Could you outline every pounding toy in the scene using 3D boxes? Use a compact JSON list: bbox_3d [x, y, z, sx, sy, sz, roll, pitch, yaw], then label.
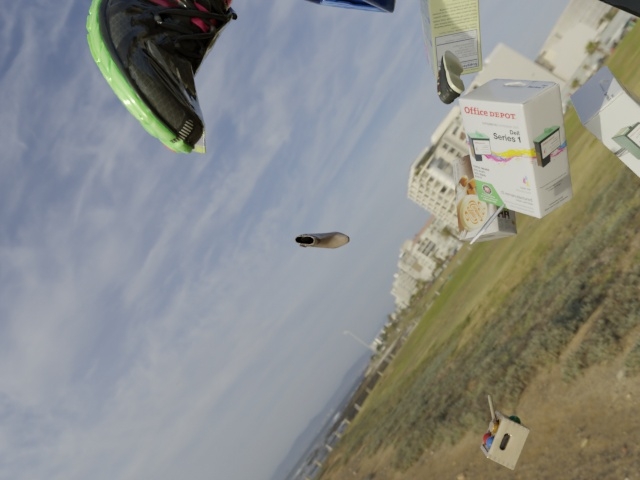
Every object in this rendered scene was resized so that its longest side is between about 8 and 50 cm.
[{"bbox_3d":[0.473,0.499,1.468,0.130,0.100,0.141,49,-115,-79],"label":"pounding toy"}]

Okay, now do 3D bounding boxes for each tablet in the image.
[{"bbox_3d":[0.303,-0.030,1.013,0.083,0.006,0.054,-44,-10,-30],"label":"tablet"}]

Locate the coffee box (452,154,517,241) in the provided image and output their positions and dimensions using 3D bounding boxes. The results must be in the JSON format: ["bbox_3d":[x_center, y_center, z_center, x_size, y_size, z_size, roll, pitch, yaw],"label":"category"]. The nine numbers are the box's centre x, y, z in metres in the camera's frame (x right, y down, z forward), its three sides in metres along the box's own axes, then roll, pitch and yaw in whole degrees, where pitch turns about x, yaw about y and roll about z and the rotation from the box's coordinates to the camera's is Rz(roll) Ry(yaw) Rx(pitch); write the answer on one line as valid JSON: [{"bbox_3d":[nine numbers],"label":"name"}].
[{"bbox_3d":[0.475,-0.128,1.623,0.098,0.246,0.141,6,-13,-37],"label":"coffee box"}]

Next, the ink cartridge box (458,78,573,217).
[{"bbox_3d":[0.448,-0.215,1.286,0.117,0.201,0.278,-30,-62,-18],"label":"ink cartridge box"}]

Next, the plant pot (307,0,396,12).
[{"bbox_3d":[0.054,-0.677,1.330,0.236,0.236,0.211,-26,-52,-60],"label":"plant pot"}]

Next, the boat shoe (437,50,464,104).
[{"bbox_3d":[0.232,-0.299,1.017,0.042,0.049,0.132,-44,28,43],"label":"boat shoe"}]

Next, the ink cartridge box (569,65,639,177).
[{"bbox_3d":[0.798,-0.288,1.436,0.121,0.289,0.211,-45,14,33],"label":"ink cartridge box"}]

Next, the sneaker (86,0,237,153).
[{"bbox_3d":[-0.236,-0.363,0.887,0.203,0.482,0.185,-16,-23,15],"label":"sneaker"}]

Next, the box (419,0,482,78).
[{"bbox_3d":[0.323,-0.564,1.408,0.213,0.118,0.242,-87,-13,-57],"label":"box"}]

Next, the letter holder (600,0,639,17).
[{"bbox_3d":[0.595,-0.557,0.909,0.215,0.152,0.301,-34,-38,-7],"label":"letter holder"}]

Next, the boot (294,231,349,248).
[{"bbox_3d":[0.000,0.000,1.340,0.087,0.119,0.041,1,-95,-66],"label":"boot"}]

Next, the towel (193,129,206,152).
[{"bbox_3d":[-0.328,-0.280,1.510,0.009,0.060,0.083,-16,-67,-45],"label":"towel"}]
